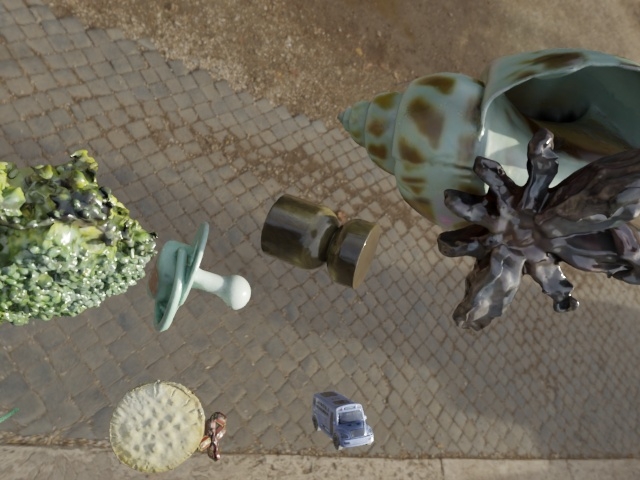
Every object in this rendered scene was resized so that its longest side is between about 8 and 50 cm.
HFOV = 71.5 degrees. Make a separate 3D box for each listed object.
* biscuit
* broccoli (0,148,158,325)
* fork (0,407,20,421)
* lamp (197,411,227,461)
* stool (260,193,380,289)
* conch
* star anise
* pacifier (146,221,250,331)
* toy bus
[{"bbox_3d":[-0.259,0.296,0.707,0.152,0.020,0.151,0,91,-9],"label":"biscuit"},{"bbox_3d":[-0.460,0.011,0.730,0.334,0.324,0.272,-30,99,3],"label":"broccoli"},{"bbox_3d":[-0.759,0.429,0.957,0.235,0.039,0.021,-34,45,-12],"label":"fork"},{"bbox_3d":[-0.209,0.382,0.878,0.063,0.031,0.083,55,34,-31],"label":"lamp"},{"bbox_3d":[0.000,0.000,1.160,0.264,0.179,0.179,20,53,17],"label":"stool"},{"bbox_3d":[0.207,-0.125,0.548,0.368,0.249,0.197,1,48,0],"label":"conch"},{"bbox_3d":[0.225,-0.004,0.435,0.198,0.258,0.110,58,36,-19],"label":"star anise"},{"bbox_3d":[-0.318,0.124,1.188,0.269,0.343,0.288,20,49,-17],"label":"pacifier"},{"bbox_3d":[0.039,0.355,0.888,0.073,0.167,0.076,0,86,-22],"label":"toy bus"}]
